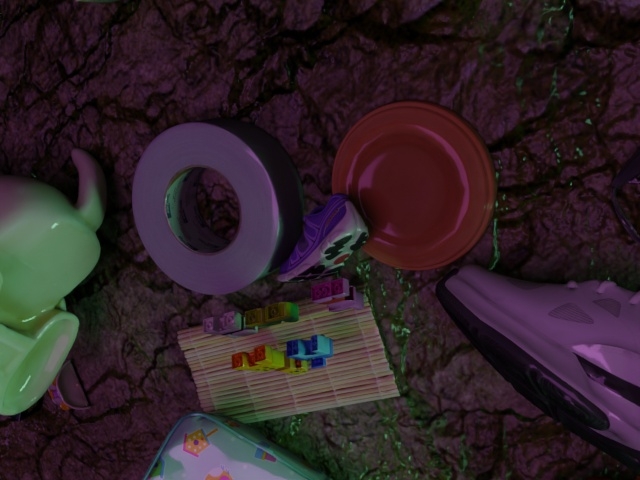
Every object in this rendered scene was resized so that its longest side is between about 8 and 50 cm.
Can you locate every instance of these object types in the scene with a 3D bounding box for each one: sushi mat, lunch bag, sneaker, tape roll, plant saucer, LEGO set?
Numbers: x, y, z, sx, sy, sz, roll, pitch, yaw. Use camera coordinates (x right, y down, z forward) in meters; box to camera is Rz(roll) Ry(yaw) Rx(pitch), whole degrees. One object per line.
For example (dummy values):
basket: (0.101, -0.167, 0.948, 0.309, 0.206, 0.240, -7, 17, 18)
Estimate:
sushi mat: (-0.053, 0.162, 1.034, 0.316, 0.019, 0.152, -17, 96, 29)
lunch bag: (-0.112, 0.368, 1.009, 0.279, 0.108, 0.224, 28, 82, 10)
sneaker: (0.000, 0.000, 0.932, 0.170, 0.068, 0.071, -44, 58, 47)
tape roll: (-0.132, -0.045, 0.988, 0.219, 0.072, 0.219, 7, 106, 24)
plant saucer: (0.100, -0.059, 0.888, 0.199, 0.037, 0.200, 7, 106, 24)
LEGO set: (-0.034, 0.123, 0.962, 0.227, 0.093, 0.087, -18, 63, 34)
sneaker: (0.342, 0.088, 0.758, 0.447, 0.169, 0.257, 34, 81, 39)

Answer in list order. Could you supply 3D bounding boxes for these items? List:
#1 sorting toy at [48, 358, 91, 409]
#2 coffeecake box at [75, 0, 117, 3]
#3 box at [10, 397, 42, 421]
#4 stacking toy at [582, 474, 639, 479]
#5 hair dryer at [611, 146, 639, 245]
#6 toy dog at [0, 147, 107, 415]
sorting toy: (-0.411, 0.237, 1.226, 0.075, 0.044, 0.083, -18, 95, 48)
coffeecake box: (-0.246, -0.399, 0.954, 0.142, 0.068, 0.186, -2, 102, 27)
box: (-0.517, 0.157, 1.246, 0.175, 0.051, 0.220, 23, 112, 20)
stacking toy: (0.406, 0.276, 0.779, 0.330, 0.141, 0.141, -21, 93, 35)
hair dryer: (0.372, -0.132, 0.708, 0.223, 0.080, 0.294, -4, 101, 28)
toy dog: (-0.534, -0.017, 1.072, 0.407, 0.284, 0.396, 28, 85, 24)
